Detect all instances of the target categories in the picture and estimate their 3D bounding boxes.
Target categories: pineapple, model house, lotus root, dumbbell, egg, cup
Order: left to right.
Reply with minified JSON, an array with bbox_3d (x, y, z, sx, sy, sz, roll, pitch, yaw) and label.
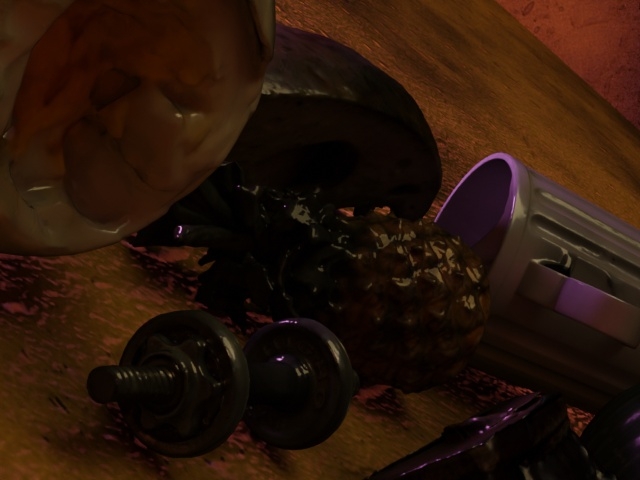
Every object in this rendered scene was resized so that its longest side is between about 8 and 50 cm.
[{"bbox_3d":[-0.191,-0.162,0.853,0.336,0.278,0.278,44,18,27],"label":"egg"},{"bbox_3d":[-0.045,0.080,0.872,0.081,0.081,0.254,47,18,25],"label":"dumbbell"},{"bbox_3d":[-0.041,-0.103,1.160,0.210,0.142,0.314,44,28,24],"label":"lotus root"},{"bbox_3d":[-0.007,0.019,1.062,0.248,0.128,0.128,22,23,-28],"label":"pineapple"},{"bbox_3d":[0.122,0.183,0.934,0.203,0.141,0.164,-20,82,-47],"label":"model house"},{"bbox_3d":[0.192,0.059,1.226,0.202,0.167,0.221,25,30,-15],"label":"cup"}]

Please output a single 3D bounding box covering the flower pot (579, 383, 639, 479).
[{"bbox_3d":[0.276,0.197,1.102,0.189,0.157,0.243,28,14,-27],"label":"flower pot"}]

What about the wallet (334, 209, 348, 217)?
[{"bbox_3d":[0.000,0.000,1.240,0.118,0.039,0.152,31,20,-30],"label":"wallet"}]
